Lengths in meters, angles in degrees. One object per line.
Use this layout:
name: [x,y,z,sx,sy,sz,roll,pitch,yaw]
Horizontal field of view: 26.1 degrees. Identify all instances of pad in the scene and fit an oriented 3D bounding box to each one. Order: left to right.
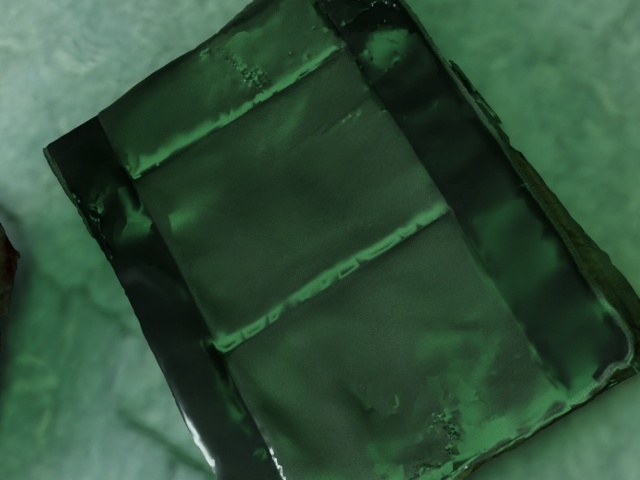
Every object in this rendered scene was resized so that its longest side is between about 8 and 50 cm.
pad: [0.000,0.000,0.555,0.174,0.022,0.233,-35,63,4]

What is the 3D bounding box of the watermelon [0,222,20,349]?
watermelon: [-0.181,0.046,0.571,0.094,0.081,0.180,8,89,3]
